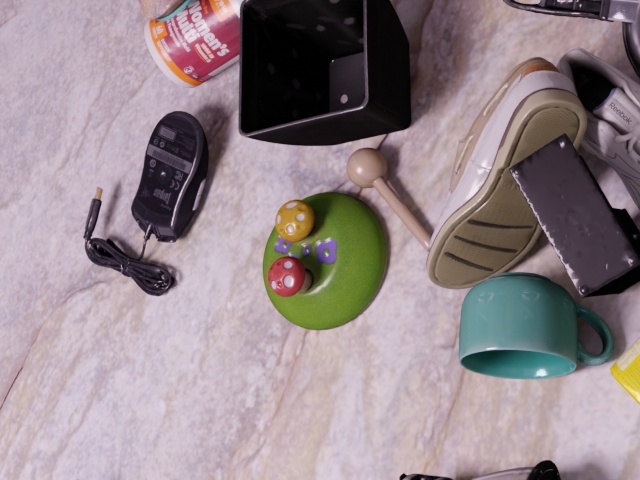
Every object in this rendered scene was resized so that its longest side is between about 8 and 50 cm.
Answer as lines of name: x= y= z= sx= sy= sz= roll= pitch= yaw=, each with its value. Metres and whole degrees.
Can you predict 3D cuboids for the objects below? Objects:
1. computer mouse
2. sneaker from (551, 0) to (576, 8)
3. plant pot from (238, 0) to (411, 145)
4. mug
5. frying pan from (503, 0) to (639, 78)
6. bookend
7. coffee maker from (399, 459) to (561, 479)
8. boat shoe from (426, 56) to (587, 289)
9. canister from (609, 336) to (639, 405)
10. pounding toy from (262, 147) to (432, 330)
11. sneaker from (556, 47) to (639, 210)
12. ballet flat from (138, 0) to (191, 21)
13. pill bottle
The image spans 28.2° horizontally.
computer mouse: x=-0.244 y=-0.065 z=1.821 sx=0.184 sy=0.060 sz=0.262 roll=19 pitch=100 yaw=32
sneaker: x=0.279 y=-0.326 z=1.535 sx=0.170 sy=0.063 sz=0.074 roll=40 pitch=106 yaw=40
plant pot: x=0.021 y=-0.213 z=1.614 sx=0.188 sy=0.167 sz=0.187 roll=-11 pitch=72 yaw=32
mug: x=0.232 y=0.095 z=1.424 sx=0.129 sy=0.158 sz=0.097 roll=-24 pitch=56 yaw=52
frying pan: x=0.375 y=-0.275 z=1.413 sx=0.326 sy=0.053 sz=0.197 roll=35 pitch=110 yaw=17
bookend: x=0.292 y=-0.024 z=1.366 sx=0.072 sy=0.157 sz=0.156 roll=-33 pitch=74 yaw=22
coffee maker: x=0.176 y=0.333 z=1.388 sx=0.178 sy=0.120 sz=0.171 roll=-13 pitch=71 yaw=31
boat shoe: x=0.206 y=-0.071 z=1.455 sx=0.103 sy=0.113 sz=0.302 roll=-98 pitch=29 yaw=-46
canister: x=0.401 y=0.115 z=1.327 sx=0.170 sy=0.073 sz=0.126 roll=-50 pitch=56 yaw=14
pounding toy: x=0.000 y=0.000 z=1.604 sx=0.237 sy=0.110 sz=0.183 roll=-40 pitch=59 yaw=19
sneaker: x=0.352 y=-0.098 z=1.382 sx=0.111 sy=0.129 sz=0.297 roll=-47 pitch=58 yaw=5
ballet flat: x=-0.225 y=-0.393 z=1.771 sx=0.107 sy=0.106 sz=0.316 roll=-39 pitch=22 yaw=14
pill bottle: x=-0.127 y=-0.313 z=1.769 sx=0.221 sy=0.121 sz=0.121 roll=-28 pitch=63 yaw=25
